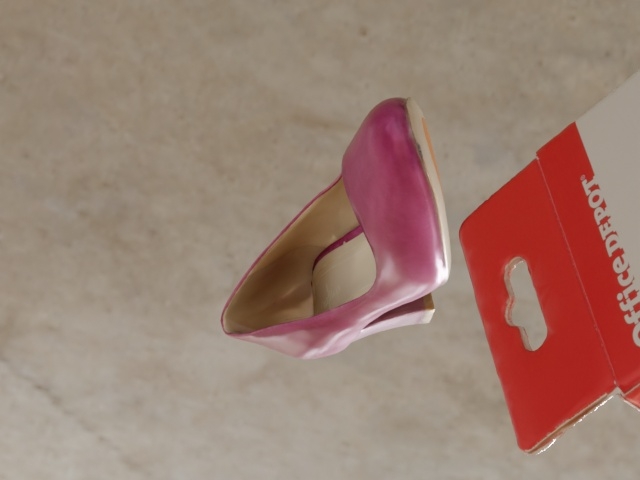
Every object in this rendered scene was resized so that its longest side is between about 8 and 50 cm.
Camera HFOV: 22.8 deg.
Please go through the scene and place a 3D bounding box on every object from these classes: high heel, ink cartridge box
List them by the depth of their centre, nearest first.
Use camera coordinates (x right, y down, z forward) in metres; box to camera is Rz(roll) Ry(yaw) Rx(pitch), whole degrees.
[{"bbox_3d":[0.170,-0.014,0.609,0.078,0.134,0.231,30,123,-34],"label":"ink cartridge box"},{"bbox_3d":[0.000,0.000,0.803,0.117,0.082,0.244,-9,164,-3],"label":"high heel"}]
